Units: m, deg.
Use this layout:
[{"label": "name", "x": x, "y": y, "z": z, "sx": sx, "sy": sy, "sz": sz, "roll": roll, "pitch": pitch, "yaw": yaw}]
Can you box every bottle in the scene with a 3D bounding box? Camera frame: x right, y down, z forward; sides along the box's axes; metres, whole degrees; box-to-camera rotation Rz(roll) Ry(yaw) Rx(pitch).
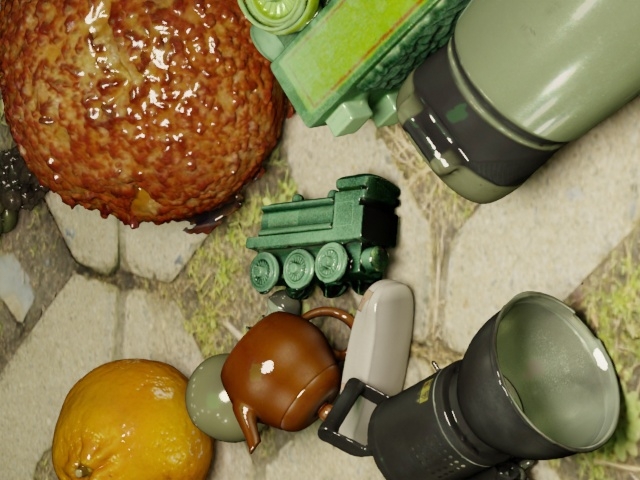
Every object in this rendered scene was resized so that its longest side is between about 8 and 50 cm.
[{"label": "bottle", "x": 0.198, "y": -0.169, "z": 1.546, "sx": 0.347, "sy": 0.168, "sz": 0.168, "roll": -45, "pitch": 64, "yaw": 35}]

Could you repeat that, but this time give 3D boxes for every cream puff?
[{"label": "cream puff", "x": -0.191, "y": -0.178, "z": 1.868, "sx": 0.350, "sy": 0.229, "sz": 0.350, "roll": 1, "pitch": 92, "yaw": 41}]

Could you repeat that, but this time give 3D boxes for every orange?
[{"label": "orange", "x": -0.195, "y": 0.209, "z": 1.950, "sx": 0.177, "sy": 0.155, "sz": 0.177, "roll": -12, "pitch": 72, "yaw": 40}]

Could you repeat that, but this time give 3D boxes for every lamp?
[{"label": "lamp", "x": 0.135, "y": 0.161, "z": 1.655, "sx": 0.172, "sy": 0.147, "sz": 0.227, "roll": 45, "pitch": 133, "yaw": -11}, {"label": "lamp", "x": -0.068, "y": 0.121, "z": 1.878, "sx": 0.091, "sy": 0.091, "sz": 0.163, "roll": 38, "pitch": 102, "yaw": 34}]

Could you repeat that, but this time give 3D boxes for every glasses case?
[{"label": "glasses case", "x": 0.052, "y": 0.116, "z": 1.772, "sx": 0.041, "sy": 0.063, "sz": 0.164, "roll": 18, "pitch": 106, "yaw": 35}]

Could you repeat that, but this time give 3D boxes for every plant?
[{"label": "plant", "x": -0.349, "y": -0.055, "z": 2.122, "sx": 0.174, "sy": 0.087, "sz": 0.085, "roll": -44, "pitch": 29, "yaw": 39}]

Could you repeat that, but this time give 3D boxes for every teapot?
[{"label": "teapot", "x": -0.024, "y": 0.129, "z": 1.790, "sx": 0.116, "sy": 0.173, "sz": 0.116, "roll": 36, "pitch": 153, "yaw": 22}]

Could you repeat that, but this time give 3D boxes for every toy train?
[{"label": "toy train", "x": 0.052, "y": -0.228, "z": 1.689, "sx": 0.272, "sy": 0.159, "sz": 0.188, "roll": -42, "pitch": 72, "yaw": 36}, {"label": "toy train", "x": 0.000, "y": 0.000, "z": 1.807, "sx": 0.170, "sy": 0.071, "sz": 0.111, "roll": -6, "pitch": 73, "yaw": 45}]
